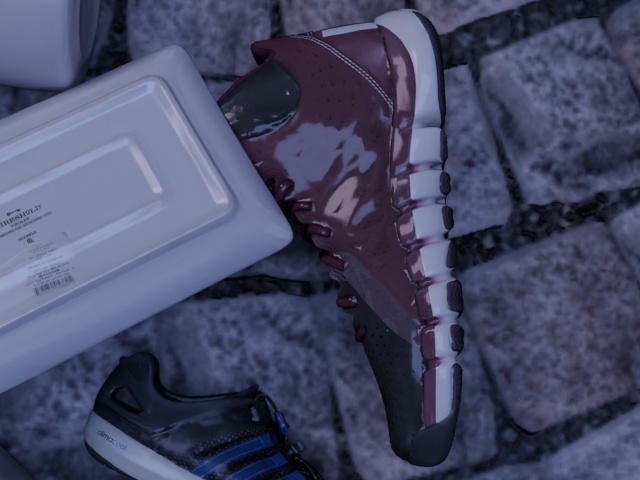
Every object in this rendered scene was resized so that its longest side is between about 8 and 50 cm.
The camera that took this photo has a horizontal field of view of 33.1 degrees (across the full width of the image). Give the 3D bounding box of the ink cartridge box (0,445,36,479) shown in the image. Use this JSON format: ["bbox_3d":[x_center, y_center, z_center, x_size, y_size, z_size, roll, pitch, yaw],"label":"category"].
[{"bbox_3d":[-0.290,0.218,0.613,0.198,0.115,0.273,45,84,-1],"label":"ink cartridge box"}]

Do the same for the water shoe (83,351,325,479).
[{"bbox_3d":[-0.042,0.131,0.661,0.203,0.073,0.080,23,83,-4],"label":"water shoe"}]

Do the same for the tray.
[{"bbox_3d":[-0.163,-0.003,0.586,0.270,0.030,0.145,-28,77,-15],"label":"tray"}]

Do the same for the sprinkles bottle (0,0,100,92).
[{"bbox_3d":[-0.312,-0.167,0.628,0.355,0.121,0.121,7,87,-4],"label":"sprinkles bottle"}]

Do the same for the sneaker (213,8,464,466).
[{"bbox_3d":[0.000,0.000,0.668,0.163,0.106,0.281,-3,79,2],"label":"sneaker"}]
